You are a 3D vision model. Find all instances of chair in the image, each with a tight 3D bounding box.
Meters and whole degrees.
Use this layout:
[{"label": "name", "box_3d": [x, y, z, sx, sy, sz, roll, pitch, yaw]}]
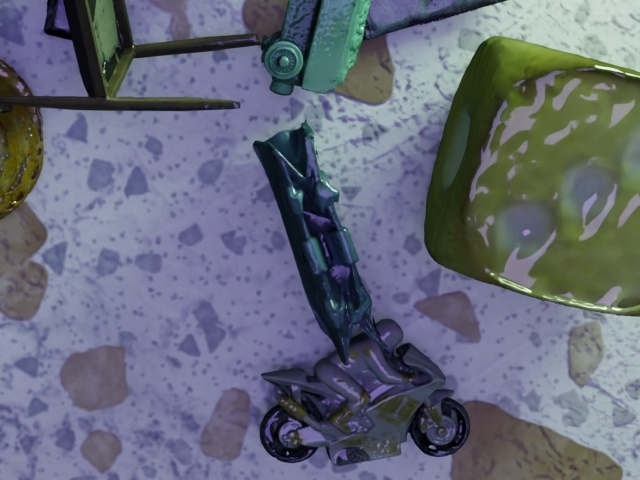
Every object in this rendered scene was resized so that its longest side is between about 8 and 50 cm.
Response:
[{"label": "chair", "box_3d": [-0.211, -0.226, 1.626, 0.272, 0.166, 0.188, -4, 120, 8]}]

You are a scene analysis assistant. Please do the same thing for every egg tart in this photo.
[{"label": "egg tart", "box_3d": [-0.369, -0.100, 1.703, 0.191, 0.074, 0.191, -1, 100, -7]}]

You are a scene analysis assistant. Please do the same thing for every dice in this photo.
[{"label": "dice", "box_3d": [0.244, -0.065, 1.681, 0.233, 0.227, 0.238, 15, 98, -7]}]

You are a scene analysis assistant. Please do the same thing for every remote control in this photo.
[{"label": "remote control", "box_3d": [-0.257, -0.254, 1.718, 0.039, 0.014, 0.096, 11, 96, -6]}]

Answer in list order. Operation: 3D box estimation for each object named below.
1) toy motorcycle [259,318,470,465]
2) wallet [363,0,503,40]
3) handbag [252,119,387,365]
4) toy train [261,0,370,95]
[{"label": "toy motorcycle", "box_3d": [0.047, 0.158, 1.775, 0.225, 0.073, 0.152, -1, 97, -6]}, {"label": "wallet", "box_3d": [0.106, -0.280, 1.738, 0.166, 0.030, 0.111, -15, 104, 0]}, {"label": "handbag", "box_3d": [0.000, 0.000, 1.695, 0.062, 0.179, 0.229, -20, 101, -2]}, {"label": "toy train", "box_3d": [-0.003, -0.226, 1.706, 0.099, 0.070, 0.172, 12, 108, -5]}]
